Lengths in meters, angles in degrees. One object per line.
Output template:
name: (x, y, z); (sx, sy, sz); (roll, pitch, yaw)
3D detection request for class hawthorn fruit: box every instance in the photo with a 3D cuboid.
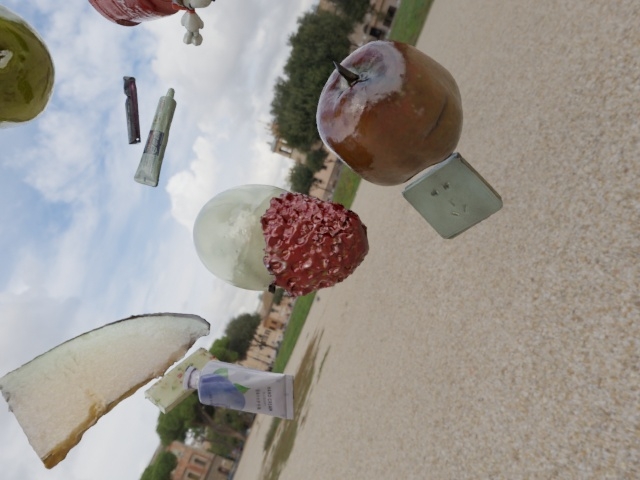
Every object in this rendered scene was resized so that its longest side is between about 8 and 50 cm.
hawthorn fruit: (0.117, -0.252, 0.915); (0.267, 0.300, 0.268); (-21, 60, 42)

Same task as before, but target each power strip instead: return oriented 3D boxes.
power strip: (0.356, -0.124, 1.259); (0.198, 0.213, 0.064); (-34, 23, 35)

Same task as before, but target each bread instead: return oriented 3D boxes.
bread: (-0.280, 0.283, 0.955); (0.153, 0.068, 0.028); (-36, -37, -41)

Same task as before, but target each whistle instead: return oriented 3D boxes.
whistle: (-0.486, -0.333, 1.202); (0.033, 0.033, 0.177); (-69, -12, -60)

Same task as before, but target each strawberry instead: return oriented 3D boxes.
strawberry: (0.000, 0.000, 0.928); (0.234, 0.178, 0.234); (25, -120, -55)

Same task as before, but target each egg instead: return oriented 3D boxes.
egg: (-0.184, -0.009, 1.231); (0.283, 0.345, 0.283); (-8, -81, -58)

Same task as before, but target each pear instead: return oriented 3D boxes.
pear: (-0.702, -0.363, 0.986); (0.307, 0.253, 0.253); (12, 78, 47)

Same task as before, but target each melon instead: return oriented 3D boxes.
melon: (-0.202, 0.122, 0.455); (0.182, 0.098, 0.054); (-39, -44, -37)

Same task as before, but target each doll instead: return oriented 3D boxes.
doll: (-0.173, -0.304, 0.611); (0.085, 0.058, 0.040); (-47, 29, 49)

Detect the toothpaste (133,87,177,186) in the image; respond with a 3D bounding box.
toothpaste: (-0.368, -0.236, 1.057); (0.038, 0.060, 0.234); (55, -132, -80)

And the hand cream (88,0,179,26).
hand cream: (-0.358, -0.520, 0.890); (0.193, 0.125, 0.193); (0, -90, -66)

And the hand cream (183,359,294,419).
hand cream: (-0.103, 0.186, 0.584); (0.053, 0.142, 0.084); (-65, -20, -54)
